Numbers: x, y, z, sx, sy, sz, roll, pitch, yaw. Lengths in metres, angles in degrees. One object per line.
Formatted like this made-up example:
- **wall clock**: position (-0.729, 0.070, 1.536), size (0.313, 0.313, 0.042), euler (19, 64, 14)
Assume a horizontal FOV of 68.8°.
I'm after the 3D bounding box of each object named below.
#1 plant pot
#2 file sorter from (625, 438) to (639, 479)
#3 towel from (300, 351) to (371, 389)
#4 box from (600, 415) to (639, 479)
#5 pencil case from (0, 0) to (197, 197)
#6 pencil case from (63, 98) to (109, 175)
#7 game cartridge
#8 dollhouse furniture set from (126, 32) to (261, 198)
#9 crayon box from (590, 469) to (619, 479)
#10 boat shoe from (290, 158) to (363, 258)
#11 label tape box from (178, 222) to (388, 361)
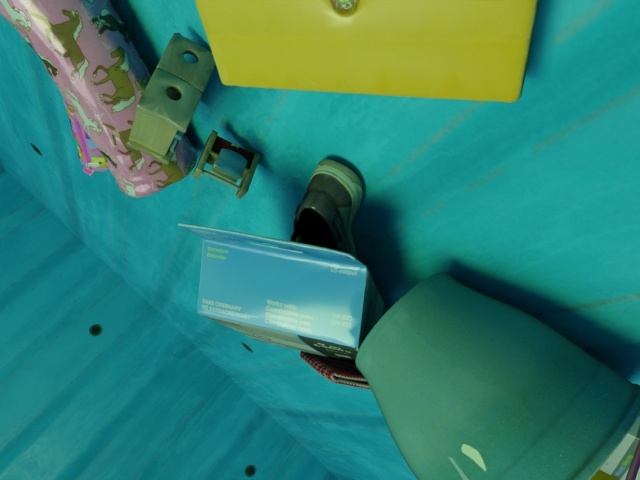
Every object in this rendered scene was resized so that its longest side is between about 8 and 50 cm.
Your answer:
- **plant pot**: position (0.189, 0.187, 0.588), size (0.255, 0.271, 0.272), euler (44, 155, 26)
- **file sorter**: position (0.420, 0.188, 0.343), size (0.182, 0.202, 0.291), euler (39, 152, 9)
- **towel**: position (0.077, 0.239, 0.861), size (0.198, 0.031, 0.275), euler (13, 171, -11)
- **box**: position (0.460, 0.302, 0.623), size (0.186, 0.038, 0.145), euler (21, 146, 32)
- **pencil case**: position (-0.344, -0.249, 0.740), size (0.167, 0.159, 0.386), euler (-104, -7, -51)
- **pencil case**: position (-0.473, -0.230, 0.986), size (0.104, 0.104, 0.236), euler (41, 151, 1)
- **game cartridge**: position (0.015, -0.256, 0.321), size (0.284, 0.053, 0.324), euler (10, 139, 19)
- **dollhouse furniture set**: position (-0.160, -0.172, 0.681), size (0.183, 0.129, 0.129), euler (25, 157, -21)
- **crayon box**: position (0.466, 0.468, 0.766), size (0.322, 0.083, 0.203), euler (39, 153, 20)
- **boat shoe**: position (0.000, 0.000, 0.718), size (0.102, 0.092, 0.285), euler (33, 151, 15)
- **label tape box**: position (-0.042, 0.099, 0.710), size (0.248, 0.115, 0.348), euler (9, 164, 18)
